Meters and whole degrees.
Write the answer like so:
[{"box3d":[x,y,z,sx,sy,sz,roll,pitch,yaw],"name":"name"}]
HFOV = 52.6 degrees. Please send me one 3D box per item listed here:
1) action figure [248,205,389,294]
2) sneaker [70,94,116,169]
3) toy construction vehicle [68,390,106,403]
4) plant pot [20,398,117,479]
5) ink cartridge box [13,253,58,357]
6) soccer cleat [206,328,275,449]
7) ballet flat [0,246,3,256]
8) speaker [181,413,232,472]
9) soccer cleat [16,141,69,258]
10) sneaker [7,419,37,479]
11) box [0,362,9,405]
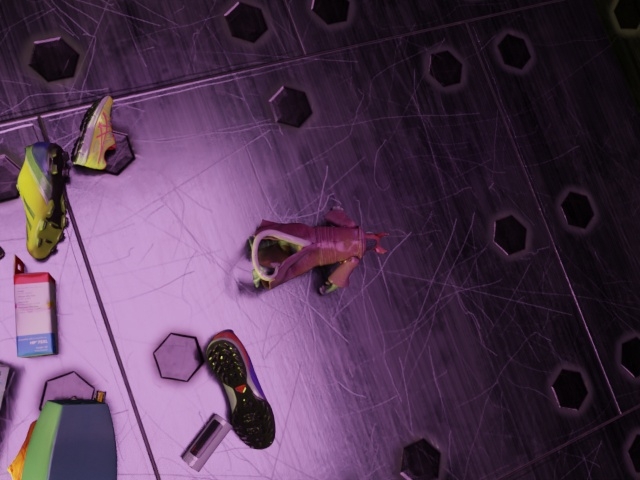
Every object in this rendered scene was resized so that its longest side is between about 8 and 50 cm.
[{"box3d":[0.000,0.000,1.679,0.369,0.276,0.248,-7,75,-5],"name":"action figure"},{"box3d":[-0.562,-0.272,1.654,0.094,0.081,0.209,26,67,-35],"name":"sneaker"},{"box3d":[-0.560,0.405,1.537,0.085,0.035,0.098,10,79,-27],"name":"toy construction vehicle"},{"box3d":[-0.546,0.472,1.419,0.165,0.165,0.235,10,80,-40],"name":"plant pot"},{"box3d":[-0.658,0.151,1.499,0.077,0.134,0.231,-4,81,-17],"name":"ink cartridge box"},{"box3d":[-0.189,0.371,1.626,0.108,0.116,0.319,-20,103,8],"name":"soccer cleat"},{"box3d":[-0.841,0.018,1.525,0.173,0.049,0.058,9,49,-21],"name":"ballet flat"},{"box3d":[-0.279,0.498,1.592,0.055,0.055,0.136,41,71,-6],"name":"speaker"},{"box3d":[-0.687,-0.098,1.580,0.121,0.093,0.290,1,82,14],"name":"soccer cleat"},{"box3d":[-0.671,0.497,1.466,0.067,0.064,0.175,8,74,-6],"name":"sneaker"},{"box3d":[-0.806,0.372,1.342,0.231,0.126,0.262,16,82,-49],"name":"box"}]
